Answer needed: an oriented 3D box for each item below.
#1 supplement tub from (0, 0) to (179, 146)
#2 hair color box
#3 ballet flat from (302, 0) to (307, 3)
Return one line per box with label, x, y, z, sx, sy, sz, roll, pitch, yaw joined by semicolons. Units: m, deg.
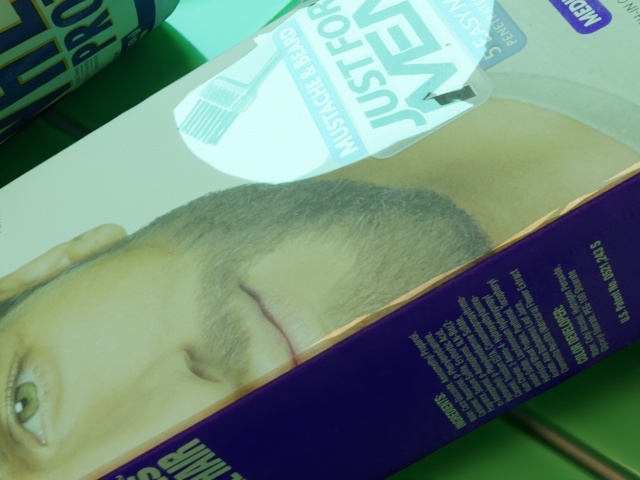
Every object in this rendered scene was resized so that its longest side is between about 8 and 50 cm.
supplement tub;-0.270;-0.143;0.588;0.325;0.235;0.235;-42;53;-15
hair color box;0.000;0.000;0.439;0.338;0.110;0.185;-31;48;7
ballet flat;0.058;-0.207;0.636;0.087;0.083;0.247;6;52;39
